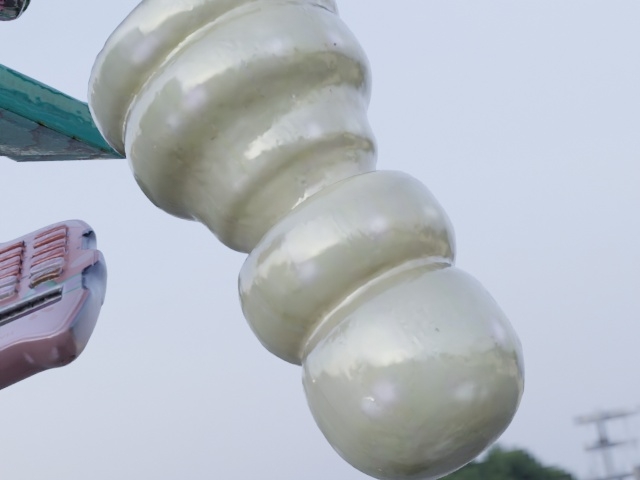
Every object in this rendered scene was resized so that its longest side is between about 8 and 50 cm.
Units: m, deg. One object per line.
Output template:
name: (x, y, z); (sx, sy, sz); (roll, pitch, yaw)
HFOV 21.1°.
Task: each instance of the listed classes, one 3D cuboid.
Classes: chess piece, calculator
chess piece: (0.000, 0.000, 0.958); (0.167, 0.299, 0.167); (-25, -24, -12)
calculator: (-0.278, 0.063, 1.435); (0.220, 0.048, 0.329); (-24, 21, 1)

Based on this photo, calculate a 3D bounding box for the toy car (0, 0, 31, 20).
toy car: (-0.231, -0.198, 1.067); (0.055, 0.142, 0.069); (-42, 7, 29)

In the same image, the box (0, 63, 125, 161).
box: (-0.296, -0.119, 1.497); (0.161, 0.042, 0.226); (2, -14, 41)
